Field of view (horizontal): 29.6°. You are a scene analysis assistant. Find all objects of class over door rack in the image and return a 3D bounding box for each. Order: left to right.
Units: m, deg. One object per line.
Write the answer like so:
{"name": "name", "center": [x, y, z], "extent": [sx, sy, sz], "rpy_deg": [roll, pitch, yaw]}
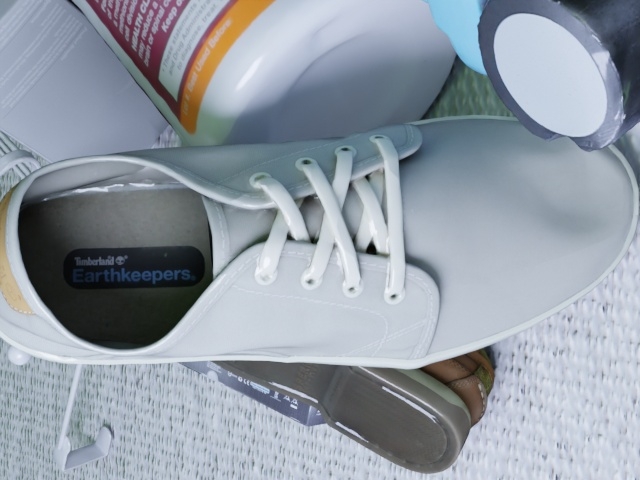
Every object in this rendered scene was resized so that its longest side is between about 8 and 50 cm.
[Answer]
{"name": "over door rack", "center": [-0.301, 0.052, 1.154], "extent": [0.239, 0.108, 0.324], "rpy_deg": [43, 142, 32]}

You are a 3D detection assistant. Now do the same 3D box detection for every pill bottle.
{"name": "pill bottle", "center": [-0.089, -0.235, 0.958], "extent": [0.392, 0.224, 0.224], "rpy_deg": [51, 122, 27]}

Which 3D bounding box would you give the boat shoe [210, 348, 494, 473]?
{"name": "boat shoe", "center": [-0.012, 0.051, 0.908], "extent": [0.307, 0.104, 0.110], "rpy_deg": [37, 135, 2]}

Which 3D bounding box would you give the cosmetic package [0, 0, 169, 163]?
{"name": "cosmetic package", "center": [-0.239, -0.148, 1.066], "extent": [0.127, 0.238, 0.107], "rpy_deg": [-48, 60, -1]}

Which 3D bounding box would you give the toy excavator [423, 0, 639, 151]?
{"name": "toy excavator", "center": [0.050, -0.311, 0.736], "extent": [0.445, 0.222, 0.433], "rpy_deg": [26, 148, 46]}

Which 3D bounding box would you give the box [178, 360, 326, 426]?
{"name": "box", "center": [-0.060, 0.034, 1.048], "extent": [0.231, 0.056, 0.183], "rpy_deg": [19, 103, 38]}

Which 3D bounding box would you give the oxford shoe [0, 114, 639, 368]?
{"name": "oxford shoe", "center": [0.000, 0.000, 0.783], "extent": [0.130, 0.449, 0.169], "rpy_deg": [117, 147, -75]}
